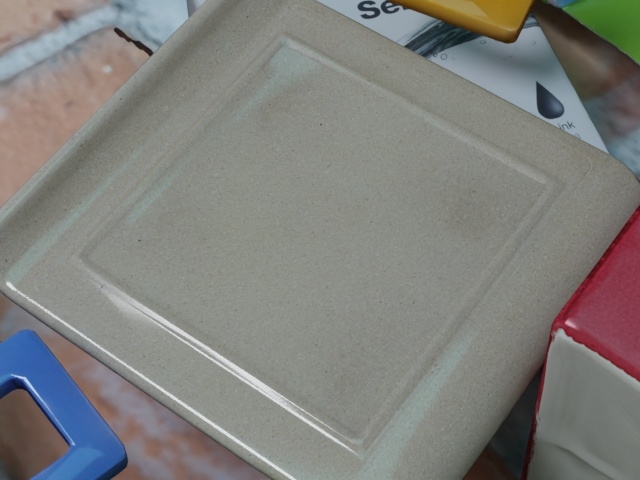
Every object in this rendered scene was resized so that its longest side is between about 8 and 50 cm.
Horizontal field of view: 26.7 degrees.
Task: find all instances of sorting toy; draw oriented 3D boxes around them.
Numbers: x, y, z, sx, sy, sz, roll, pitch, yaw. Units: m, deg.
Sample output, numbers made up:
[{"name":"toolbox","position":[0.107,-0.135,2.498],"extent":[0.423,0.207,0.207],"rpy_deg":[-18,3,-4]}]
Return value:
[{"name":"sorting toy","position":[0.000,0.000,0.521],"extent":[0.196,0.047,0.347],"rpy_deg":[33,66,16]}]

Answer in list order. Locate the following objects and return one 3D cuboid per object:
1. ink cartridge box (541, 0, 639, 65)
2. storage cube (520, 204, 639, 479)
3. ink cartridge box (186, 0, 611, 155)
[{"name":"ink cartridge box","position":[0.194,-0.185,0.674],"extent":[0.189,0.097,0.255],"rpy_deg":[-24,42,-15]},{"name":"storage cube","position":[0.205,0.046,0.500],"extent":[0.184,0.215,0.193],"rpy_deg":[33,69,19]},{"name":"ink cartridge box","position":[0.035,-0.050,0.629],"extent":[0.153,0.087,0.208],"rpy_deg":[-16,59,-10]}]
